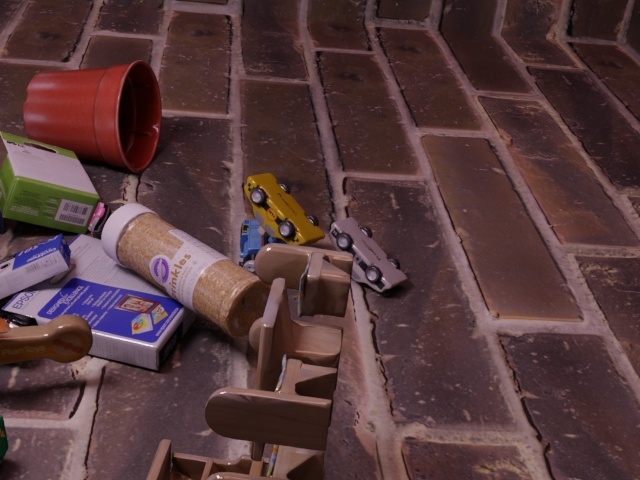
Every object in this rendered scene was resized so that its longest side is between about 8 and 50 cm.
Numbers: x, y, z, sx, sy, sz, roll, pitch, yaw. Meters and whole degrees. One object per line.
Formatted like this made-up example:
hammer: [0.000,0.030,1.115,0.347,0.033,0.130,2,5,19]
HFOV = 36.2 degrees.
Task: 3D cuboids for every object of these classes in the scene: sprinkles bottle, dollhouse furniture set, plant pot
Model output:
sprinkles bottle: [-0.252,0.050,1.813,0.355,0.121,0.121,28,36,33]
dollhouse furniture set: [-0.113,0.244,1.346,0.256,0.394,0.362,8,29,2]
plant pot: [-0.564,-0.308,2.403,0.265,0.272,0.272,4,28,12]

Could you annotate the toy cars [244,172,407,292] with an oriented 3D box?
toy cars: [0.000,0.000,2.034,0.393,0.087,0.176,28,32,-19]

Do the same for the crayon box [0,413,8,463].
crayon box: [-0.619,0.315,1.414,0.278,0.081,0.165,8,37,3]

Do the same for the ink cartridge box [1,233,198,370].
ink cartridge box: [-0.389,0.111,1.866,0.307,0.072,0.304,11,30,12]

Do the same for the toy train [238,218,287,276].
toy train: [-0.120,0.021,2.073,0.105,0.080,0.184,-3,33,-1]

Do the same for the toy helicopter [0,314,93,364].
toy helicopter: [-0.546,0.159,1.570,0.355,0.235,0.140,-5,31,-21]

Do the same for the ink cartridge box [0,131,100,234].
ink cartridge box: [-0.614,-0.130,2.156,0.188,0.097,0.255,14,21,-33]

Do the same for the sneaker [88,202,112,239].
sneaker: [-0.434,-0.024,2.024,0.074,0.170,0.063,20,65,-2]

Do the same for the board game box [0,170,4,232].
board game box: [-0.771,-0.093,2.151,0.194,0.060,0.194,5,28,-4]

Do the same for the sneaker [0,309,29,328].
sneaker: [-0.561,0.131,1.656,0.121,0.217,0.079,13,67,15]

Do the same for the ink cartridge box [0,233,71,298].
ink cartridge box: [-0.573,0.061,1.834,0.207,0.046,0.097,-24,22,-3]
